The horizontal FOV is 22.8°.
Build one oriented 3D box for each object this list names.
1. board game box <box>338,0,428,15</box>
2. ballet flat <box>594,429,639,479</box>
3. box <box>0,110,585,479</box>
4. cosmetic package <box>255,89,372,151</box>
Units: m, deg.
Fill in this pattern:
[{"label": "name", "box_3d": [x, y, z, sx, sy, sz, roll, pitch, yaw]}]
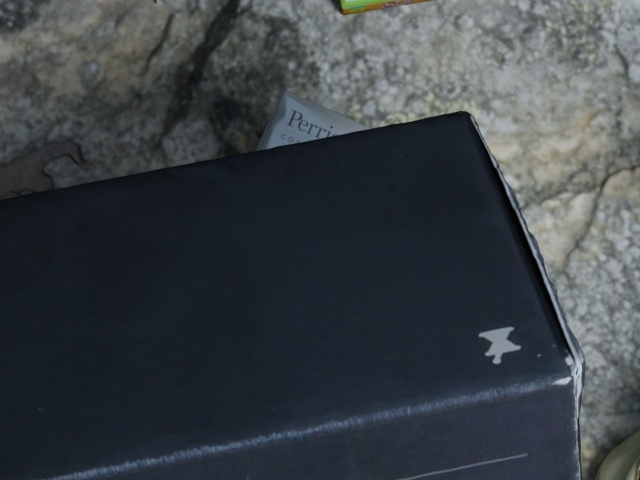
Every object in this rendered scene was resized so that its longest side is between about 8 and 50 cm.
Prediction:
[{"label": "board game box", "box_3d": [0.135, -0.277, 1.364, 0.259, 0.039, 0.124, -10, 86, 1]}, {"label": "ballet flat", "box_3d": [0.331, 0.145, 1.309, 0.086, 0.086, 0.248, 45, 85, 3]}, {"label": "box", "box_3d": [-0.077, 0.219, 1.080, 0.479, 0.297, 0.472, -11, 128, -2]}, {"label": "cosmetic package", "box_3d": [0.000, 0.000, 1.279, 0.151, 0.151, 0.184, 23, 85, 0]}]
